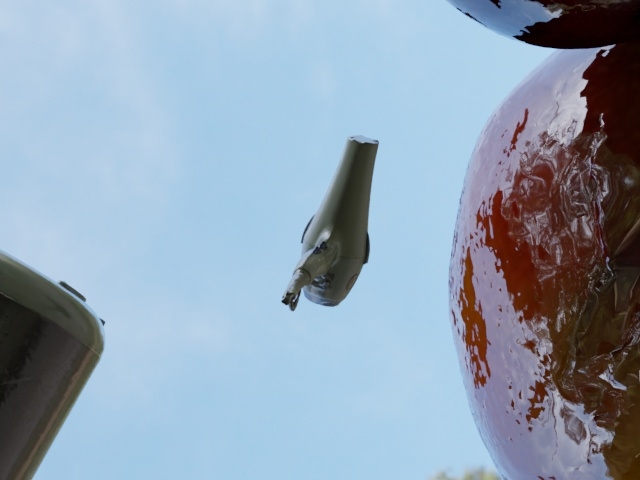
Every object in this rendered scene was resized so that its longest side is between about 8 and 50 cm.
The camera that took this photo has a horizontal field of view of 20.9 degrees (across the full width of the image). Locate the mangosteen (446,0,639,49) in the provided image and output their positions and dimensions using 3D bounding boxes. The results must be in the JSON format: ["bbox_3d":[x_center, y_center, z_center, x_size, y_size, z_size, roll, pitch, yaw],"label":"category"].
[{"bbox_3d":[0.112,-0.181,0.848,0.200,0.199,0.200,-2,-88,-58],"label":"mangosteen"}]

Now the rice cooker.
[{"bbox_3d":[-0.376,0.133,1.683,0.288,0.288,0.277,41,-106,-51],"label":"rice cooker"}]

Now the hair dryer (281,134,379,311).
[{"bbox_3d":[0.007,-0.019,1.588,0.199,0.067,0.167,3,-77,-78],"label":"hair dryer"}]

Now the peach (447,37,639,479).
[{"bbox_3d":[0.222,0.012,0.979,0.290,0.373,0.372,49,-151,16],"label":"peach"}]
